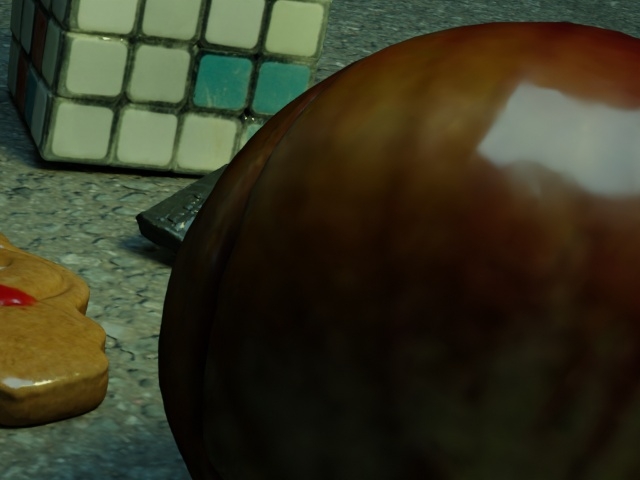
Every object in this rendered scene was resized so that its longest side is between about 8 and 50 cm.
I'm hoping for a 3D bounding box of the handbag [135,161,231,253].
[{"bbox_3d":[0.000,0.000,1.264,0.270,0.089,0.175,19,30,21],"label":"handbag"}]

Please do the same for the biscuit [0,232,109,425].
[{"bbox_3d":[-0.268,0.033,1.077,0.202,0.047,0.334,-8,28,-42],"label":"biscuit"}]

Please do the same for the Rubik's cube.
[{"bbox_3d":[-0.153,-0.220,1.498,0.256,0.259,0.253,2,21,-22],"label":"Rubik's cube"}]

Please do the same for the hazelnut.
[{"bbox_3d":[0.119,0.063,0.774,0.409,0.359,0.359,10,20,9],"label":"hazelnut"}]
